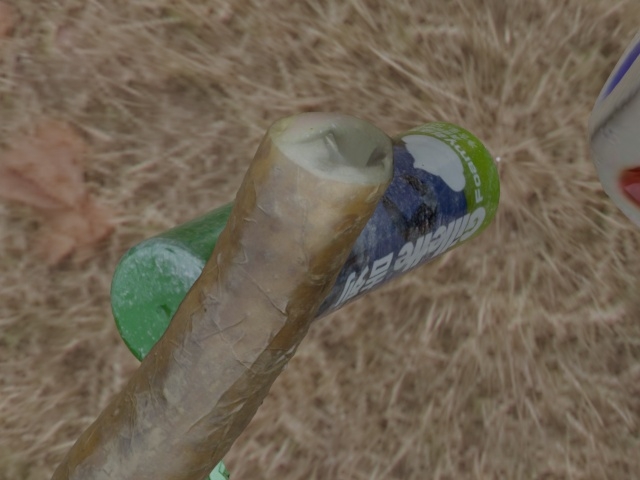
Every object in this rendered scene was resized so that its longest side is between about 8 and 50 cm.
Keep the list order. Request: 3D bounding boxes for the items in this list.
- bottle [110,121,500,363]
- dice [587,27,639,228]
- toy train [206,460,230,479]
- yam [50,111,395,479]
[{"bbox_3d":[0.000,0.000,1.121,0.093,0.330,0.093,12,112,32],"label":"bottle"},{"bbox_3d":[0.413,-0.143,1.407,0.277,0.304,0.304,33,70,-3],"label":"dice"},{"bbox_3d":[-0.128,0.301,1.865,0.081,0.099,0.149,29,93,-27],"label":"toy train"},{"bbox_3d":[-0.073,0.078,0.932,0.081,0.081,0.357,33,115,3],"label":"yam"}]
